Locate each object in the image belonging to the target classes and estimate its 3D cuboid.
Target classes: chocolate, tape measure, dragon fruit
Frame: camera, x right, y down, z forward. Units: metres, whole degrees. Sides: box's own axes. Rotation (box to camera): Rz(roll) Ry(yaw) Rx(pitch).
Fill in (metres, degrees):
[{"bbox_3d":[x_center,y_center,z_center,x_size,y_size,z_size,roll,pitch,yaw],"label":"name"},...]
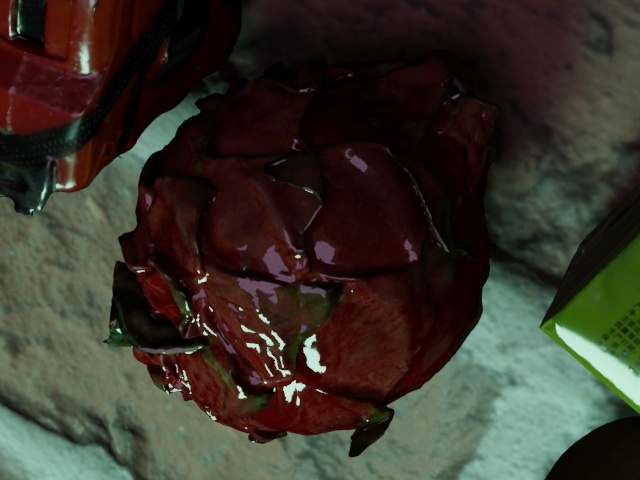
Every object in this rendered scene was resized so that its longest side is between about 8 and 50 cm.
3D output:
[{"bbox_3d":[0.209,0.204,1.365,0.177,0.177,0.176,8,117,17],"label":"chocolate"},{"bbox_3d":[-0.128,-0.179,1.259,0.114,0.253,0.260,23,126,14],"label":"tape measure"},{"bbox_3d":[0.000,0.000,1.309,0.244,0.244,0.299,43,103,-4],"label":"dragon fruit"}]

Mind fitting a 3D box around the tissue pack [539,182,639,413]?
[{"bbox_3d":[0.313,0.055,1.258,0.275,0.167,0.200,41,120,-1],"label":"tissue pack"}]
